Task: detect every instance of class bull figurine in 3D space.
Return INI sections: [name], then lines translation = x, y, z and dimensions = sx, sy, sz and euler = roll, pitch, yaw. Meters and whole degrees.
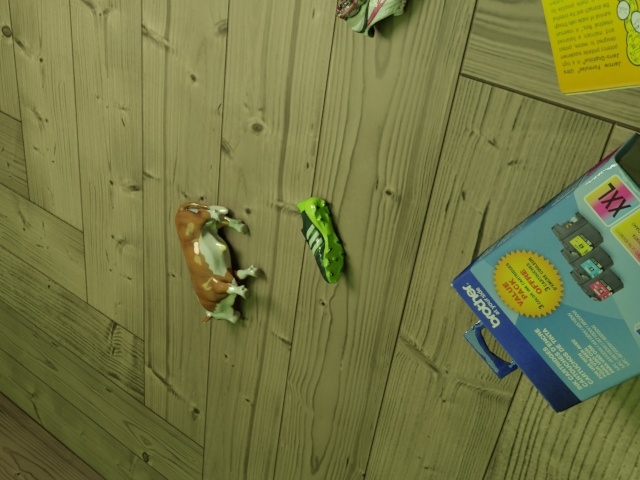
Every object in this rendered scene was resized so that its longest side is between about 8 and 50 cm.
[bull figurine]
translation = -0.236, 0.058, 1.564
dimensions = 0.189, 0.101, 0.310
euler = -10, 106, 37

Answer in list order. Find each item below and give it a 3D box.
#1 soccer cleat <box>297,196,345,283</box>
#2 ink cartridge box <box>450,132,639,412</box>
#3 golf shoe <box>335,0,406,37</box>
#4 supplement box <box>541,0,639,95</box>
[soccer cleat]
translation = 0.000, 0.000, 1.380
dimensions = 0.072, 0.060, 0.178
euler = -5, 101, 50
[ink cartridge box]
translation = 0.393, 0.075, 1.036
dimensions = 0.270, 0.151, 0.395
euler = 51, 134, 8
[golf shoe]
translation = 0.112, -0.405, 1.094
dimensions = 0.086, 0.067, 0.186
euler = 33, 130, -25
[supplement box]
translation = 0.370, -0.365, 0.762
dimensions = 0.195, 0.194, 0.356
euler = 20, 129, 69
